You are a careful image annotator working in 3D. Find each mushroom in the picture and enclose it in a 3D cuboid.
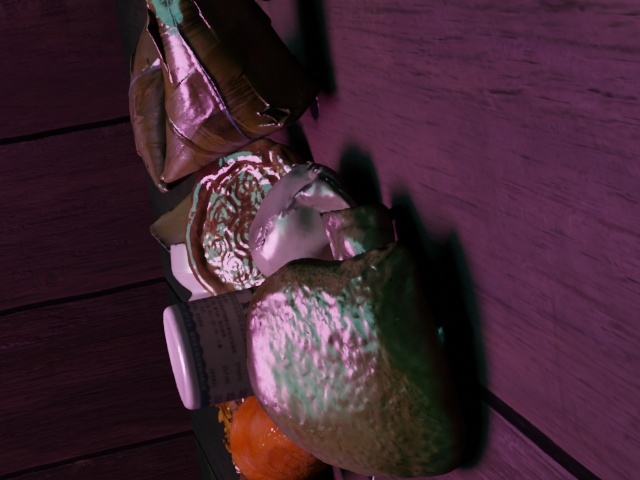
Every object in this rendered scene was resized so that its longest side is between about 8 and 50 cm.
[{"bbox_3d":[0.033,0.111,1.322,0.217,0.212,0.292,-152,58,-84],"label":"mushroom"}]

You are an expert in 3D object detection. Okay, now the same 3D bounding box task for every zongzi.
[{"bbox_3d":[-0.206,-0.144,2.003,0.356,0.174,0.392,92,-179,-58],"label":"zongzi"},{"bbox_3d":[-0.171,-0.213,1.618,0.274,0.125,0.250,-24,106,39],"label":"zongzi"}]

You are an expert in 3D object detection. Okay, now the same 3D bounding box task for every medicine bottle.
[{"bbox_3d":[-0.072,0.126,1.665,0.139,0.237,0.139,169,90,-78],"label":"medicine bottle"}]

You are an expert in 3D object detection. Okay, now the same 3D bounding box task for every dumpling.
[{"bbox_3d":[0.000,0.000,1.557,0.172,0.142,0.247,44,161,-5],"label":"dumpling"}]

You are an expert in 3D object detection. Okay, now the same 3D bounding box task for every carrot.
[{"bbox_3d":[-0.020,0.267,1.852,0.225,0.159,0.159,-33,69,62],"label":"carrot"}]

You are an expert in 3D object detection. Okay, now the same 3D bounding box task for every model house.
[{"bbox_3d":[-0.157,0.022,2.271,0.211,0.170,0.194,53,170,-23],"label":"model house"}]

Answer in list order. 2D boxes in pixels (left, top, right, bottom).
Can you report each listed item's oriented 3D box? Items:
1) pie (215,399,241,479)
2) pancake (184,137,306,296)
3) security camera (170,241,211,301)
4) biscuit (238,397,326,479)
[{"bbox_3d":[-0.122,0.419,2.518,0.315,0.092,0.315,163,90,-78],"label":"pie"},{"bbox_3d":[-0.094,-0.014,1.783,0.250,0.031,0.250,2,94,35],"label":"pancake"},{"bbox_3d":[-0.116,0.102,1.941,0.194,0.195,0.236,173,89,-77],"label":"security camera"},{"bbox_3d":[-0.065,0.359,2.141,0.366,0.115,0.268,96,159,-57],"label":"biscuit"}]
